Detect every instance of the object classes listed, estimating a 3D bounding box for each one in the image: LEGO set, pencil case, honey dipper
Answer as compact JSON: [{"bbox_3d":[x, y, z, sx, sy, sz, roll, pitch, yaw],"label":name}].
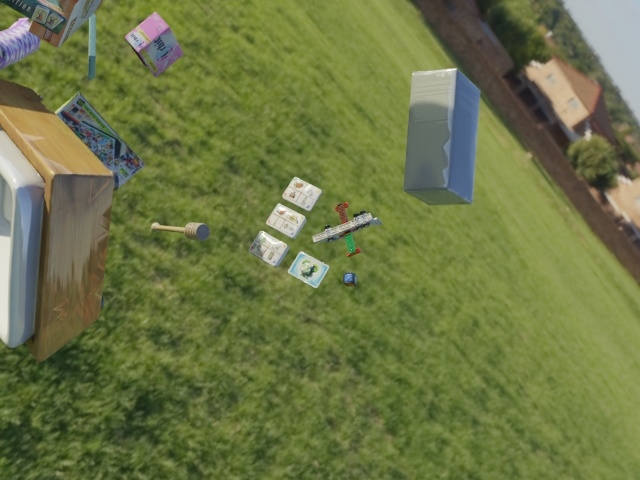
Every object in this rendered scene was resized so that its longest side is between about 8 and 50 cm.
[{"bbox_3d":[0.000,0.000,1.587,0.244,0.182,0.060,27,-8,32],"label":"LEGO set"},{"bbox_3d":[-0.725,-0.453,1.860,0.206,0.086,0.088,-78,163,-66],"label":"pencil case"},{"bbox_3d":[-0.254,-0.021,1.434,0.030,0.160,0.031,-6,99,-42],"label":"honey dipper"}]

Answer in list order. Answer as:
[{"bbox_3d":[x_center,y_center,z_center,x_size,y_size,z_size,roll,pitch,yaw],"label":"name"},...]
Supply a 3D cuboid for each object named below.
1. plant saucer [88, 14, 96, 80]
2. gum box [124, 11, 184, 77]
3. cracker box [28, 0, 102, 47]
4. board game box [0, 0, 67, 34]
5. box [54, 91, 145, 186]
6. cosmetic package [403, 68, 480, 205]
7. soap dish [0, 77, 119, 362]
[{"bbox_3d":[-0.523,-0.447,1.844,0.018,0.067,0.192,1,45,-17],"label":"plant saucer"},{"bbox_3d":[-0.447,-0.526,2.188,0.062,0.107,0.188,48,-4,10],"label":"gum box"},{"bbox_3d":[-0.464,-0.489,1.552,0.067,0.156,0.232,30,35,-11],"label":"cracker box"},{"bbox_3d":[-0.424,-0.346,0.942,0.259,0.030,0.136,26,27,-49],"label":"board game box"},{"bbox_3d":[-0.490,-0.204,1.735,0.207,0.114,0.036,50,-1,-30],"label":"box"},{"bbox_3d":[0.233,-0.192,1.535,0.127,0.107,0.238,24,72,-56],"label":"cosmetic package"},{"bbox_3d":[-0.340,-0.040,0.916,0.118,0.229,0.291,-10,36,-37],"label":"soap dish"}]
